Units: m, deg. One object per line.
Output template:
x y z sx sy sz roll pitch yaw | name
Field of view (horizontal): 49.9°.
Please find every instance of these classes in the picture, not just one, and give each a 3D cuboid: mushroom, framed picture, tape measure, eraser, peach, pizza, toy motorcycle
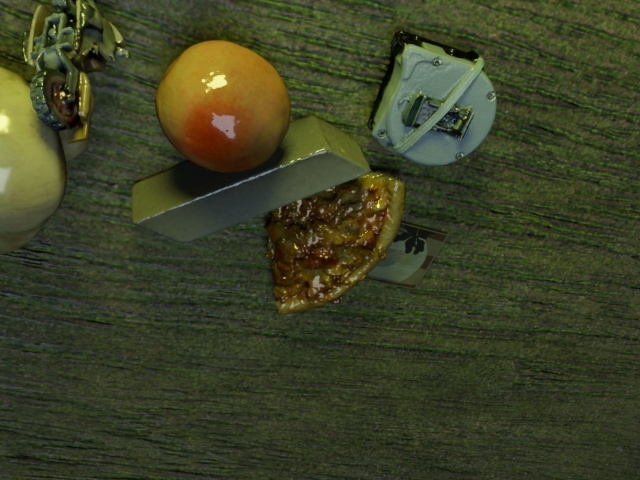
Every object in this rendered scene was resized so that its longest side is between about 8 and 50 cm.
-0.413 -0.109 0.896 0.234 0.260 0.253 -23 136 -48 | mushroom
0.117 0.020 1.251 0.201 0.010 0.135 14 121 -23 | framed picture
0.172 -0.205 1.037 0.181 0.107 0.181 7 122 -12 | tape measure
-0.107 -0.094 1.042 0.353 0.111 0.077 -21 131 1 | eraser
-0.135 -0.179 0.929 0.184 0.184 0.184 -7 128 -9 | peach
0.000 0.000 1.154 0.226 0.086 0.335 31 117 -27 | pizza
-0.294 -0.221 0.845 0.094 0.229 0.129 -9 154 12 | toy motorcycle
